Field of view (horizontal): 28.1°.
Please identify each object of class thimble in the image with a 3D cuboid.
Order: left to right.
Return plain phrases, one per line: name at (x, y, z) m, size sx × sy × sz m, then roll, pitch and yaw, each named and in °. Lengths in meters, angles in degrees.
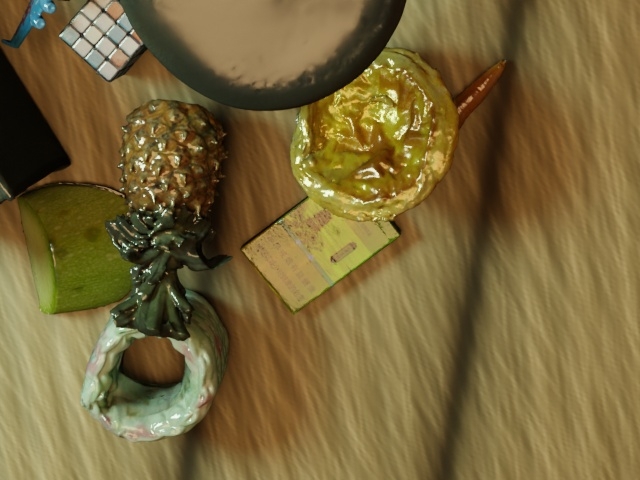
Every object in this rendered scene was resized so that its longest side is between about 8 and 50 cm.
thimble at (-0.235, 0.174, 1.777) m, size 0.211 × 0.149 × 0.185 m, roll -25°, pitch 103°, yaw 11°

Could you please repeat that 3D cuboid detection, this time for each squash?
squash at (-0.331, 0.016, 1.774) m, size 0.184 × 0.085 × 0.191 m, roll -8°, pitch 105°, yaw 7°

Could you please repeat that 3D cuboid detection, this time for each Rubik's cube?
Rubik's cube at (-0.275, -0.277, 1.690) m, size 0.092 × 0.092 × 0.092 m, roll 43°, pitch 104°, yaw -7°

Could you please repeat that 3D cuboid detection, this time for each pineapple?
pineapple at (-0.196, -0.022, 1.680) m, size 0.170 × 0.141 × 0.309 m, roll 8°, pitch 79°, yaw -17°

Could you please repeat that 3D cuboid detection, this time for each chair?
chair at (-0.059, -0.340, 1.476) m, size 0.362 × 0.410 × 0.364 m, roll -32°, pitch 107°, yaw 11°

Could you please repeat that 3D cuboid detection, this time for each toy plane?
toy plane at (-0.336, -0.351, 1.610) m, size 0.105 × 0.271 × 0.254 m, roll 6°, pitch 110°, yaw -41°

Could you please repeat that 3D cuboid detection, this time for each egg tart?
egg tart at (0.073, -0.137, 1.672) m, size 0.241 × 0.106 × 0.241 m, roll -3°, pitch 80°, yaw 19°

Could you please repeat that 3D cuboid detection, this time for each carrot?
carrot at (0.176, -0.161, 1.716) m, size 0.048 × 0.048 × 0.216 m, roll 39°, pitch 99°, yaw -6°

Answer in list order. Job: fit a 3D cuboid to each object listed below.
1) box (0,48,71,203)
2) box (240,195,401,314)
box at (-0.527, -0.177, 1.653) m, size 0.205 × 0.251 × 0.345 m, roll -29°, pitch 100°, yaw 11°
box at (0.000, 0.000, 1.774) m, size 0.193 × 0.030 × 0.121 m, roll -37°, pitch 99°, yaw 12°
